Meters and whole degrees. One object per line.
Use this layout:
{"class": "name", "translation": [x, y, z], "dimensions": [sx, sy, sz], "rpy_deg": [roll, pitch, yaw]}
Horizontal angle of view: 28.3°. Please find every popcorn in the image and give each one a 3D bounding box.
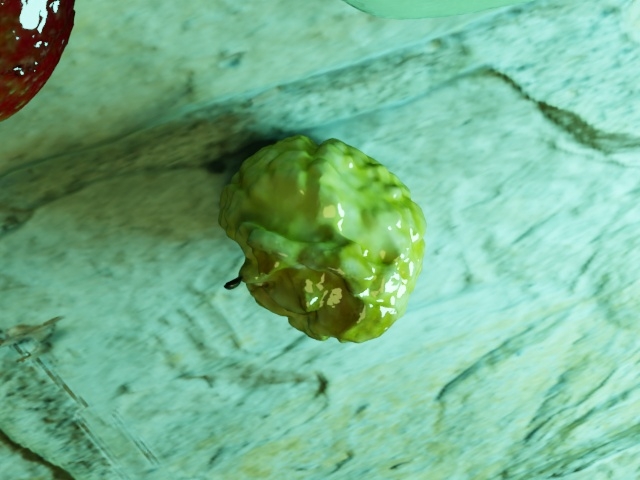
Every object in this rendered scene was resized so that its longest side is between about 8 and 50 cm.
{"class": "popcorn", "translation": [0.000, 0.000, 1.004], "dimensions": [0.170, 0.180, 0.180], "rpy_deg": [-47, 132, -16]}

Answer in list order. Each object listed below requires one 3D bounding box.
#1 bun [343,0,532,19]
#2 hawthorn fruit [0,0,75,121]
{"class": "bun", "translation": [0.105, -0.265, 0.782], "dimensions": [0.293, 0.187, 0.293], "rpy_deg": [-9, 168, -2]}
{"class": "hawthorn fruit", "translation": [-0.222, -0.169, 0.802], "dimensions": [0.235, 0.181, 0.181], "rpy_deg": [-30, 130, 13]}
